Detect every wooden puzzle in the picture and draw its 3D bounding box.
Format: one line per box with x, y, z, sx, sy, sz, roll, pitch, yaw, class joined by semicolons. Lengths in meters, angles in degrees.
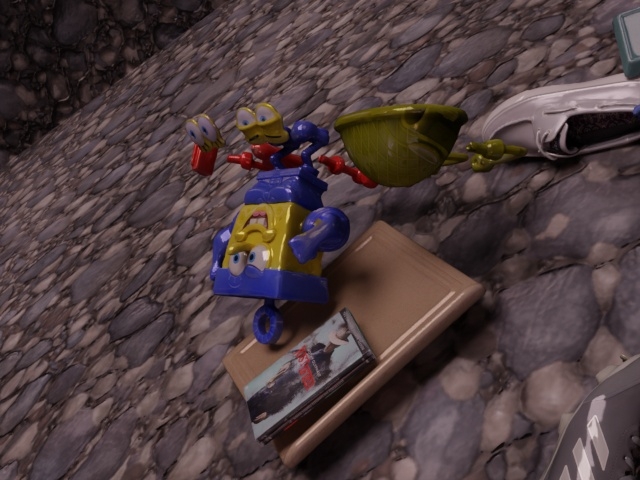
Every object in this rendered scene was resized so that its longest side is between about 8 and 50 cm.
0.023;0.088;0.794;0.221;0.044;0.238;-41;23;-5;wooden puzzle

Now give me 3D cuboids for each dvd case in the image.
-0.012;0.113;0.725;0.119;0.013;0.087;-37;23;4;dvd case

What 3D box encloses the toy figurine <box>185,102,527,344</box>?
0.000;0.000;0.826;0.362;0.191;0.217;1;75;47;toy figurine

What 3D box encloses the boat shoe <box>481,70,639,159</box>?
0.236;-0.107;0.814;0.184;0.066;0.063;-5;40;32;boat shoe

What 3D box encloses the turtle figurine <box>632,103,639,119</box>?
0.349;-0.135;0.568;0.274;0.198;0.266;-33;31;18;turtle figurine

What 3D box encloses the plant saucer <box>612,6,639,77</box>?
0.356;-0.201;0.741;0.192;0.018;0.067;-15;64;25;plant saucer

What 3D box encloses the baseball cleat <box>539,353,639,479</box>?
0.165;0.163;0.491;0.206;0.072;0.109;-50;43;-12;baseball cleat
